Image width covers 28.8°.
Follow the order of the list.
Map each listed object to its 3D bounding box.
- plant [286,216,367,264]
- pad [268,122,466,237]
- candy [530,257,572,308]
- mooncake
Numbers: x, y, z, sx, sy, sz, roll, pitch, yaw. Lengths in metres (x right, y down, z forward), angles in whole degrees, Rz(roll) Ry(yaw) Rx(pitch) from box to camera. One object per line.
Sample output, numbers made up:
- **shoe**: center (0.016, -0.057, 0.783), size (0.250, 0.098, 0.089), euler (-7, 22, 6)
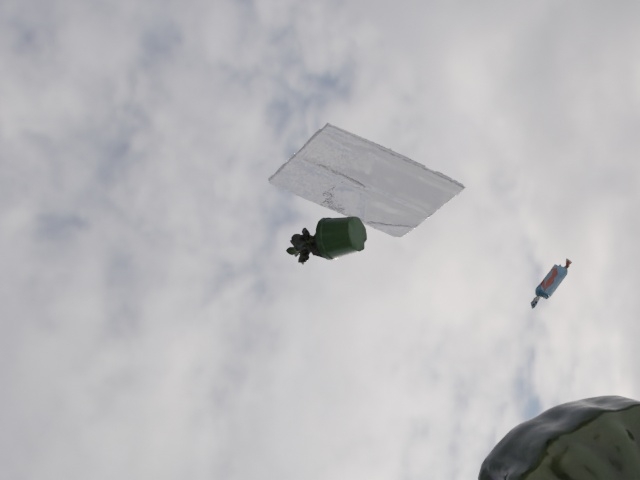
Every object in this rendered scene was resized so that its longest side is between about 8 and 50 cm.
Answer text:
- **plant**: center (0.000, 0.000, 1.419), size (0.051, 0.102, 0.051), euler (25, -120, -52)
- **pad**: center (0.061, -0.076, 1.677), size (0.232, 0.156, 0.004), euler (22, -130, -26)
- **candy**: center (0.285, 0.052, 1.544), size (0.083, 0.020, 0.030), euler (-47, -19, -23)
- **mooncake**: center (0.384, 0.379, 1.639), size (0.351, 0.187, 0.351), euler (1, -92, -19)
